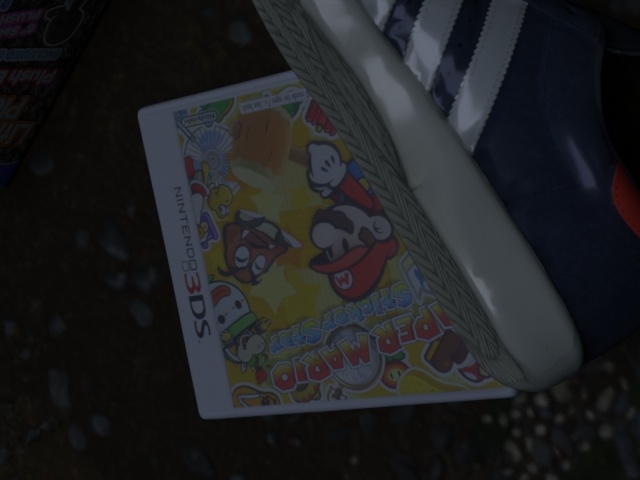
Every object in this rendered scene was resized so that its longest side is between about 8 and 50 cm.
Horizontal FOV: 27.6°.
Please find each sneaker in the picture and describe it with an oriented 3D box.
[{"bbox_3d":[0.070,-0.105,0.654,0.148,0.131,0.350,-29,83,-8],"label":"sneaker"}]

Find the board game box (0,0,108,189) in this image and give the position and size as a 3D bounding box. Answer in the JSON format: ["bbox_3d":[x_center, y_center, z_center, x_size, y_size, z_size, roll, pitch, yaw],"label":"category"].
[{"bbox_3d":[-0.263,-0.206,0.837,0.232,0.141,0.291,44,118,18],"label":"board game box"}]

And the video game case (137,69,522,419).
[{"bbox_3d":[0.000,0.000,0.781,0.227,0.026,0.206,-9,94,32],"label":"video game case"}]
